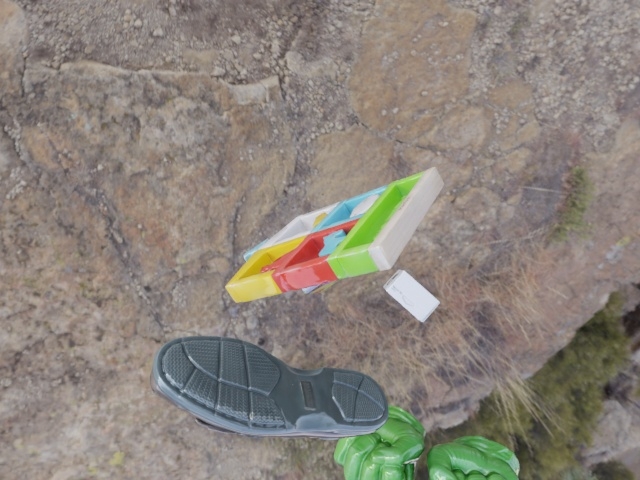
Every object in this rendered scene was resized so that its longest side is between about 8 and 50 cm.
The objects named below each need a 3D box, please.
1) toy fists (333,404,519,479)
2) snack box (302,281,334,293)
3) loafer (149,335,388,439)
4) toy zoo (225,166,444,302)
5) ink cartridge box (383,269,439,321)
[{"bbox_3d":[0.157,0.341,0.744,0.279,0.142,0.096,12,119,27],"label":"toy fists"},{"bbox_3d":[0.037,0.027,0.724,0.141,0.037,0.100,-35,170,8],"label":"snack box"},{"bbox_3d":[-0.054,0.175,0.524,0.268,0.096,0.084,19,130,-25],"label":"loafer"},{"bbox_3d":[0.000,0.000,0.646,0.293,0.192,0.030,-17,111,39],"label":"toy zoo"},{"bbox_3d":[0.243,0.146,1.337,0.127,0.175,0.072,42,91,5],"label":"ink cartridge box"}]
